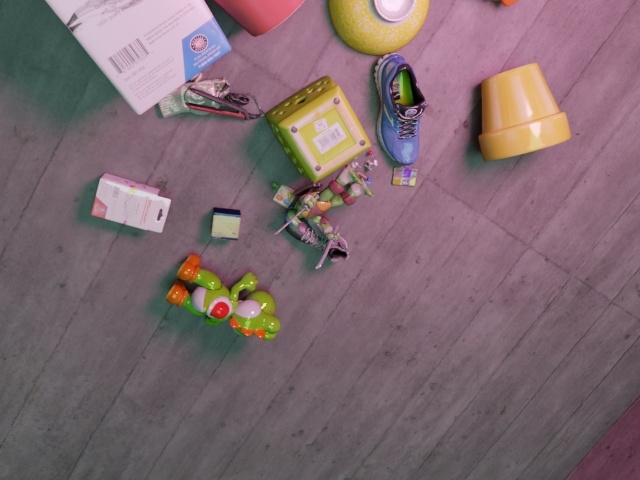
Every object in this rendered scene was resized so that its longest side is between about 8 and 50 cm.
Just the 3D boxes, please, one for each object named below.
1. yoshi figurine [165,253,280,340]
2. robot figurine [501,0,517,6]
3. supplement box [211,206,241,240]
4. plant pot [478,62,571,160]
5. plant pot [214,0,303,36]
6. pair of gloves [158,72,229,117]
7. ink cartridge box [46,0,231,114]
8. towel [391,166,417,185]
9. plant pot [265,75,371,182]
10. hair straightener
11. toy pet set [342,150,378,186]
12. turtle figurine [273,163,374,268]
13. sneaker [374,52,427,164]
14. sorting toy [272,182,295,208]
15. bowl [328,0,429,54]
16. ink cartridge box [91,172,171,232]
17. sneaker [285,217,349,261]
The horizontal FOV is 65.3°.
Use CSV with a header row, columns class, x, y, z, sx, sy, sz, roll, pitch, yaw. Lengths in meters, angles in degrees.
class,x,y,z,sx,sy,sz,roll,pitch,yaw
yoshi figurine,-0.289,0.190,1.594,0.362,0.203,0.203,30,62,-7
robot figurine,0.491,-0.759,1.376,0.158,0.128,0.219,-45,113,8
supplement box,-0.290,-0.051,1.530,0.083,0.056,0.083,5,110,-14
plant pot,0.590,-0.386,1.496,0.253,0.254,0.239,-18,99,-5
plant pot,-0.171,-0.658,1.214,0.275,0.275,0.243,-40,124,5
pair of gloves,-0.358,-0.461,1.360,0.204,0.042,0.240,-8,114,-9
ink cartridge box,-0.441,-0.545,1.144,0.285,0.166,0.395,-38,129,-6
towel,0.272,-0.206,1.615,0.083,0.009,0.060,4,110,-13
plant pot,0.001,-0.307,1.410,0.228,0.207,0.227,-33,114,1
hair straightener,-0.252,-0.387,1.378,0.230,0.047,0.089,6,113,-34
toy pet set,0.128,-0.204,1.529,0.122,0.065,0.114,-21,139,-40
turtle figurine,0.026,-0.076,1.455,0.266,0.275,0.198,-34,111,15
sneaker,0.236,-0.369,1.464,0.129,0.147,0.330,-18,120,-4
sorting toy,-0.122,-0.143,1.553,0.083,0.012,0.062,30,103,-21
bowl,0.177,-0.648,1.339,0.289,0.156,0.290,-4,112,-11
ink cartridge box,-0.543,-0.106,1.448,0.198,0.067,0.115,17,107,-16
sneaker,0.000,0.000,1.571,0.228,0.132,0.086,24,105,-20
